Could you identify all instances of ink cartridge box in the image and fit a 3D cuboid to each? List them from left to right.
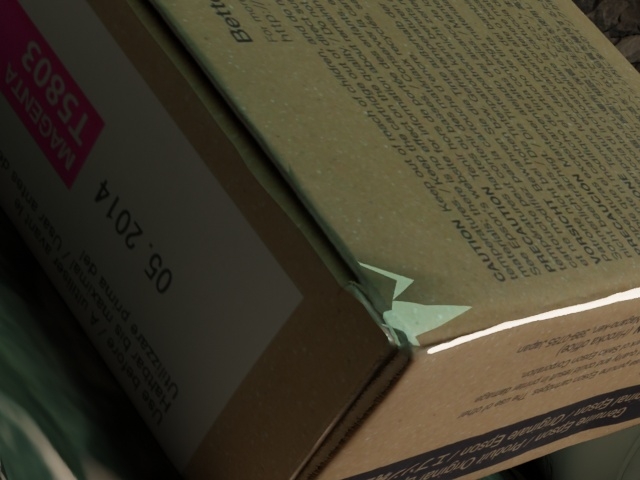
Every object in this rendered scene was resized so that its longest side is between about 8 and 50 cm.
[{"bbox_3d":[-0.002,-0.041,0.494,0.193,0.088,0.235,-8,53,-46],"label":"ink cartridge box"}]

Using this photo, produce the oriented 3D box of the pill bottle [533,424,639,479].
[{"bbox_3d":[0.185,0.088,0.851,0.160,0.160,0.283,45,9,-19],"label":"pill bottle"}]
